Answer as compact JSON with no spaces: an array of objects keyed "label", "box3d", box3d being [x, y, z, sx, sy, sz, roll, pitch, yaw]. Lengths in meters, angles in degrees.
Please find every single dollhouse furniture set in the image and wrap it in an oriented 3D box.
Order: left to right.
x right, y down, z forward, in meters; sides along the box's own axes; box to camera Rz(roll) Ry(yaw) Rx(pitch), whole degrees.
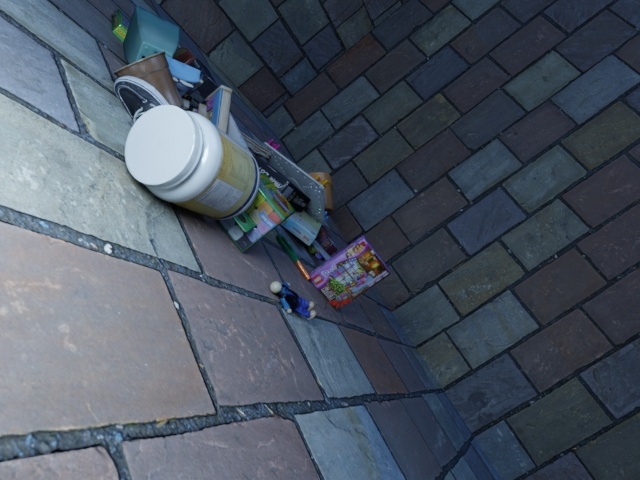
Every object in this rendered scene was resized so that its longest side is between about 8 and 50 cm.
[{"label":"dollhouse furniture set","box3d":[-0.517,-0.474,1.624,0.303,0.286,0.198,14,74,-37]}]

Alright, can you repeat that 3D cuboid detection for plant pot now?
[{"label":"plant pot","box3d":[-0.619,-0.704,1.648,0.165,0.166,0.234,15,37,-34]},{"label":"plant pot","box3d":[-0.517,-0.472,1.391,0.167,0.166,0.165,-106,172,-65]},{"label":"plant pot","box3d":[-0.049,-0.234,2.570,0.291,0.290,0.204,25,46,-71]}]

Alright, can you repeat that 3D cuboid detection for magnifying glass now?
[{"label":"magnifying glass","box3d":[-0.112,0.069,1.868,0.231,0.026,0.092,53,9,10]}]

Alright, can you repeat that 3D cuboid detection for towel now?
[{"label":"towel","box3d":[-0.378,-0.466,2.118,0.187,0.049,0.282,21,-4,41]}]

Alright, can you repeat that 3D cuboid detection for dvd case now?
[{"label":"dvd case","box3d":[-0.350,-0.343,1.690,0.022,0.180,0.253,-2,56,-47]}]

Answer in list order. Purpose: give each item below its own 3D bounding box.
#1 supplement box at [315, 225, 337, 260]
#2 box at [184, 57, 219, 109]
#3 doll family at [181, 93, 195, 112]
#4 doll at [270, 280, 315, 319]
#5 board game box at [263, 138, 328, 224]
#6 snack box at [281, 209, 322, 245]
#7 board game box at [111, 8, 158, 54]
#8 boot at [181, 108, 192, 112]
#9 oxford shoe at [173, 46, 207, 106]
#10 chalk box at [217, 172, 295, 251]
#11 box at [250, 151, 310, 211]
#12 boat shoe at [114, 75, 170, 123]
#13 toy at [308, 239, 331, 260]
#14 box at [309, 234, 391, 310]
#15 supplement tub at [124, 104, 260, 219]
[{"label":"supplement box","box3d":[0.000,0.000,2.400,0.081,0.104,0.188,42,15,-52]},{"label":"box","box3d":[-0.565,-0.707,2.032,0.156,0.158,0.093,58,10,28]},{"label":"doll family","box3d":[-0.564,-0.578,1.815,0.111,0.076,0.193,36,7,22]},{"label":"doll","box3d":[-0.095,0.185,1.447,0.189,0.046,0.129,38,26,-37]},{"label":"board game box","box3d":[-0.115,-0.289,2.273,0.390,0.050,0.390,39,-18,17]},{"label":"snack box","box3d":[-0.094,-0.088,2.213,0.187,0.060,0.322,38,15,-4]},{"label":"board game box","box3d":[-0.731,-0.796,1.888,0.317,0.046,0.214,44,12,-45]},{"label":"boot","box3d":[-0.415,-0.335,1.565,0.112,0.115,0.305,58,9,35]},{"label":"oxford shoe","box3d":[-0.601,-0.792,2.242,0.397,0.140,0.146,59,4,21]},{"label":"chalk box","box3d":[-0.219,-0.094,1.441,0.180,0.179,0.289,52,9,-6]},{"label":"box","box3d":[-0.229,-0.287,2.081,0.318,0.097,0.395,41,4,12]},{"label":"boat shoe","box3d":[-0.490,-0.350,1.299,0.301,0.108,0.102,46,33,-8]},{"label":"toy","box3d":[-0.033,0.036,2.263,0.237,0.056,0.137,52,12,23]},{"label":"box","box3d":[0.123,0.142,1.909,0.201,0.293,0.057,50,13,-16]},{"label":"supplement tub","box3d":[-0.319,-0.193,1.164,0.228,0.228,0.316,57,10,19]}]
